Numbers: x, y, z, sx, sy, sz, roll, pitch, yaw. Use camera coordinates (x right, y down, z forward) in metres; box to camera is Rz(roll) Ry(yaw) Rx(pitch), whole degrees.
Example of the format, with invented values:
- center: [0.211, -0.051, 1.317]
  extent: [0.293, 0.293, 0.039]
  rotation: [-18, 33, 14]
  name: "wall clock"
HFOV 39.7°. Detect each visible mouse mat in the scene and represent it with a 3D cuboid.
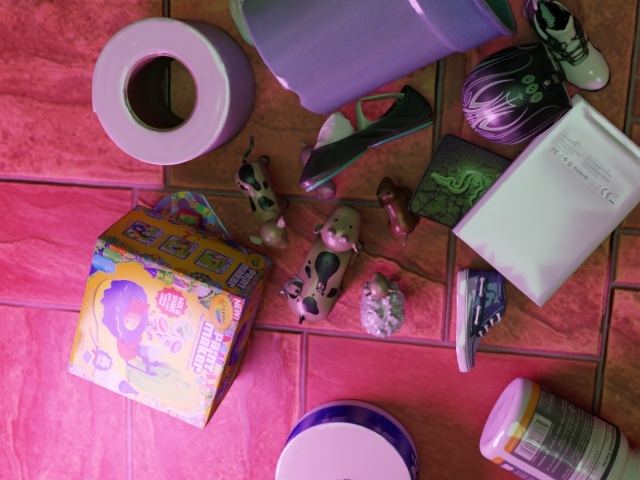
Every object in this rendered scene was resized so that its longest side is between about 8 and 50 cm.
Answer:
- center: [0.261, -0.087, 1.531]
  extent: [0.190, 0.007, 0.152]
  rotation: [20, 106, -19]
  name: "mouse mat"

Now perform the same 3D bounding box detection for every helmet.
- center: [0.311, -0.234, 1.440]
  extent: [0.161, 0.169, 0.169]
  rotation: [-25, 97, 14]
  name: "helmet"

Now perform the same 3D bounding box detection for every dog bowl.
- center: [0.051, 0.443, 1.676]
  extent: [0.265, 0.104, 0.265]
  rotation: [2, 103, 10]
  name: "dog bowl"

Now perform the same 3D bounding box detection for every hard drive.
- center: [0.403, -0.066, 1.508]
  extent: [0.203, 0.040, 0.307]
  rotation: [41, 100, -1]
  name: "hard drive"

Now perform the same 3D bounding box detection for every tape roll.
- center: [-0.250, -0.263, 1.543]
  extent: [0.246, 0.169, 0.246]
  rotation: [3, 103, 11]
  name: "tape roll"

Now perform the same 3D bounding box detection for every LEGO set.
- center: [-0.033, 0.080, 1.507]
  extent: [0.083, 0.023, 0.054]
  rotation: [12, 120, 1]
  name: "LEGO set"

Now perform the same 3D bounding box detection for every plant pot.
- center: [0.077, -0.386, 1.386]
  extent: [0.334, 0.341, 0.341]
  rotation: [-28, 96, 23]
  name: "plant pot"

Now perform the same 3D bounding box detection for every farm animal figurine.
- center: [0.000, 0.000, 1.551]
  extent: [0.330, 0.172, 0.326]
  rotation: [9, 104, 9]
  name: "farm animal figurine"

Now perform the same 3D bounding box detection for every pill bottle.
- center: [0.436, 0.372, 1.557]
  extent: [0.278, 0.162, 0.162]
  rotation: [29, 106, 3]
  name: "pill bottle"

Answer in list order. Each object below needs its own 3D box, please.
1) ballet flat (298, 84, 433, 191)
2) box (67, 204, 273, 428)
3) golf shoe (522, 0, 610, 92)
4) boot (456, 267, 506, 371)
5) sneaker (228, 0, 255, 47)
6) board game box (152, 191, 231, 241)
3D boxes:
- center: [0.063, -0.182, 1.492]
  extent: [0.280, 0.095, 0.096]
  rotation: [-30, 96, -24]
  name: "ballet flat"
- center: [-0.271, 0.135, 1.610]
  extent: [0.279, 0.177, 0.290]
  rotation: [21, 116, 5]
  name: "box"
- center: [0.401, -0.319, 1.445]
  extent: [0.077, 0.094, 0.198]
  rotation: [-42, 94, 15]
  name: "golf shoe"
- center: [0.288, 0.145, 1.581]
  extent: [0.086, 0.069, 0.190]
  rotation: [1, 101, 14]
  name: "boot"
- center: [-0.131, -0.443, 1.506]
  extent: [0.090, 0.115, 0.232]
  rotation: [-8, 101, 13]
  name: "sneaker"
- center: [-0.251, -0.008, 1.671]
  extent: [0.133, 0.033, 0.168]
  rotation: [-31, 95, 16]
  name: "board game box"
